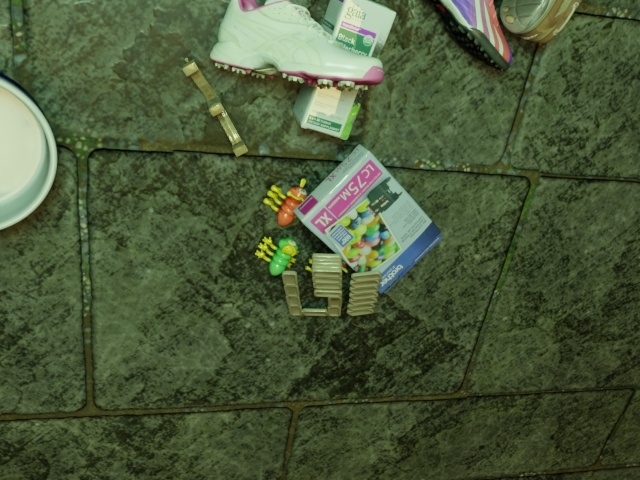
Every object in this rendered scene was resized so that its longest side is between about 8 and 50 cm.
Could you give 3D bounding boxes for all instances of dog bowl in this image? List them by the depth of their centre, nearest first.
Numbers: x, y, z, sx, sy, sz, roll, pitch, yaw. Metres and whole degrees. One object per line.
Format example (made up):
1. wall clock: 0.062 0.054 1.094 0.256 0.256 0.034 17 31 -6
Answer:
1. dog bowl: -0.569 -0.148 0.939 0.264 0.104 0.265 -12 117 -24

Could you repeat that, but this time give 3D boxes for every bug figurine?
1. bug figurine: 0.000 0.000 1.224 0.279 0.072 0.216 19 112 -24

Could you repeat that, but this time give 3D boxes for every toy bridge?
1. toy bridge: -0.188 -0.241 1.044 0.026 0.063 0.188 -29 120 2

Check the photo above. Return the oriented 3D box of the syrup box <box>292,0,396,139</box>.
1. syrup box: 0.037 -0.313 1.044 0.093 0.096 0.237 13 116 -20

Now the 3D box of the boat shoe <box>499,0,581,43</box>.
1. boat shoe: 0.452 -0.504 1.043 0.116 0.123 0.324 20 114 -36

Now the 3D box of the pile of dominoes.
1. pile of dominoes: 0.024 0.099 1.232 0.195 0.040 0.251 1 153 2

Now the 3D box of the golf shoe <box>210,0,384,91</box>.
1. golf shoe: -0.038 -0.323 0.946 0.306 0.115 0.140 16 101 18

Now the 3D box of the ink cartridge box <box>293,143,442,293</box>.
1. ink cartridge box: 0.115 -0.023 1.182 0.186 0.065 0.311 -45 124 3

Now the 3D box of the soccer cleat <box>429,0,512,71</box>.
1. soccer cleat: 0.260 -0.432 1.034 0.318 0.109 0.116 38 100 -27
